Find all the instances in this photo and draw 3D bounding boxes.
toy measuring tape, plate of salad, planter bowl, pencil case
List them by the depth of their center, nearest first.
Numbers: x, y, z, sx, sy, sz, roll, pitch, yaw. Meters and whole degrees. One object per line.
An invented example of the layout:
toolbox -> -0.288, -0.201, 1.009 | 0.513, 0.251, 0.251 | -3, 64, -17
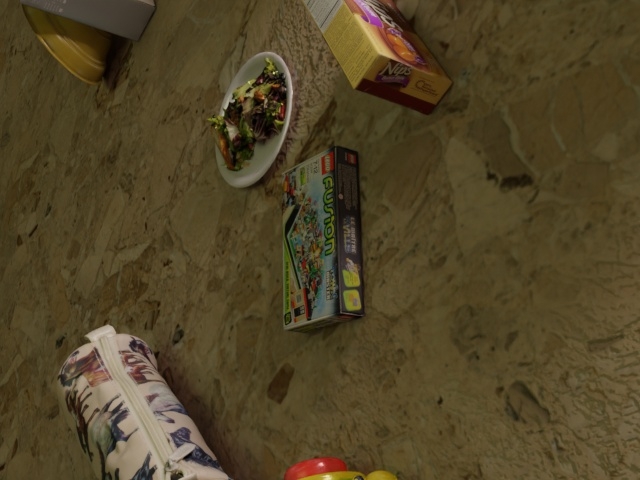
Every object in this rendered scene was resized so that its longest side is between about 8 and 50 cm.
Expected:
toy measuring tape -> -0.035, 0.318, 0.920 | 0.330, 0.121, 0.121 | -41, 50, 40
pencil case -> -0.240, 0.278, 1.163 | 0.410, 0.160, 0.183 | 39, 128, 51
plate of salad -> -0.106, -0.174, 1.209 | 0.200, 0.048, 0.199 | -21, 64, 49
planter bowl -> -0.478, -0.421, 1.676 | 0.090, 0.217, 0.217 | -35, 49, 12

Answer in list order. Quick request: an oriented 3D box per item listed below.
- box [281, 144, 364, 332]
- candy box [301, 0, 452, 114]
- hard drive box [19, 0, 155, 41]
box -> 0.000, 0.000, 1.026 | 0.114, 0.036, 0.207 | -23, 63, 48
candy box -> 0.059, -0.227, 0.950 | 0.053, 0.109, 0.186 | -52, 43, 31
hard drive box -> -0.447, -0.493, 1.598 | 0.089, 0.232, 0.181 | -52, 43, 32
